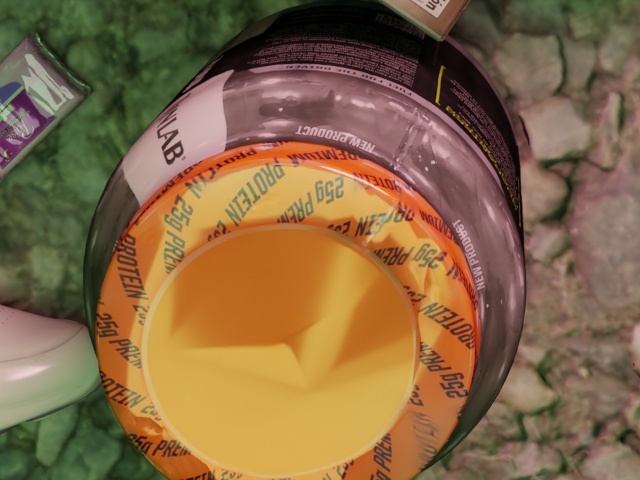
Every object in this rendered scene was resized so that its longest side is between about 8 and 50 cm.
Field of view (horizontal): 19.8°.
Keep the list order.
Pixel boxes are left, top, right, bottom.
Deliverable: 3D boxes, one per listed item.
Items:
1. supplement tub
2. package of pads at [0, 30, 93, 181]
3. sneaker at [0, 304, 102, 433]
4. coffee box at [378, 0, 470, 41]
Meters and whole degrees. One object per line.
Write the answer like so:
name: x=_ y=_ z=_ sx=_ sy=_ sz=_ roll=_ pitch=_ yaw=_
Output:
supplement tub: x=0.000 y=0.000 z=0.927 sx=0.207 sy=0.338 sz=0.207 roll=1 pitch=105 yaw=5
package of pads: x=-0.180 y=-0.078 z=1.082 sx=0.083 sy=0.032 sz=0.050 roll=-42 pitch=96 yaw=14
sneaker: x=-0.275 y=0.037 z=1.079 sx=0.305 sy=0.114 sz=0.152 roll=7 pitch=107 yaw=4
coffee box: x=-0.038 y=-0.238 z=0.919 sx=0.297 sy=0.168 sz=0.119 roll=32 pitch=98 yaw=-18
